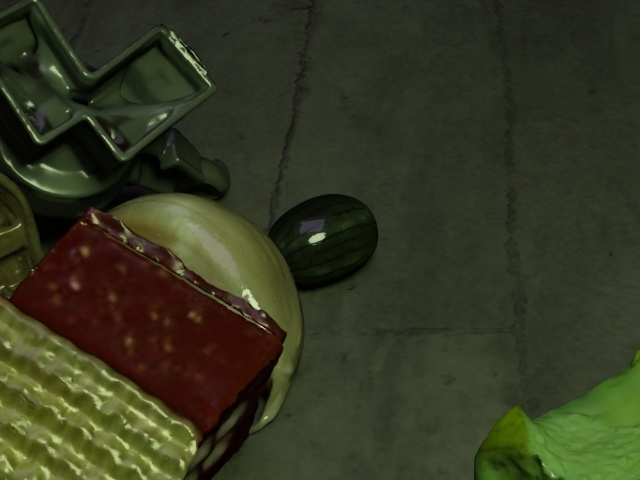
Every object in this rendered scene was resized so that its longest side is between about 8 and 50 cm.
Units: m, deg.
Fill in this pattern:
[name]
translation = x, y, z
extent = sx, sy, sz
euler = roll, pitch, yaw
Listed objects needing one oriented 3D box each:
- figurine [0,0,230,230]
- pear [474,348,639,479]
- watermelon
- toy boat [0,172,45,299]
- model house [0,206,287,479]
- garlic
[figurine]
translation = -0.245, -0.097, 1.460
extent = 0.342, 0.285, 0.167
euler = 30, 64, -9
[pear]
translation = 0.273, 0.157, 1.021
extent = 0.282, 0.176, 0.286
euler = -27, 29, -31
[watermelon]
translation = 0.000, 0.000, 1.419
extent = 0.110, 0.078, 0.078
euler = -22, 37, -26
[toy boat]
translation = -0.302, 0.005, 1.365
extent = 0.116, 0.188, 0.061
euler = -23, 28, -23
[model house]
translation = -0.171, 0.127, 1.132
extent = 0.196, 0.160, 0.254
euler = 32, 39, 6
[garlic]
translation = -0.104, 0.048, 1.342
extent = 0.245, 0.145, 0.164
euler = 23, 75, 34
